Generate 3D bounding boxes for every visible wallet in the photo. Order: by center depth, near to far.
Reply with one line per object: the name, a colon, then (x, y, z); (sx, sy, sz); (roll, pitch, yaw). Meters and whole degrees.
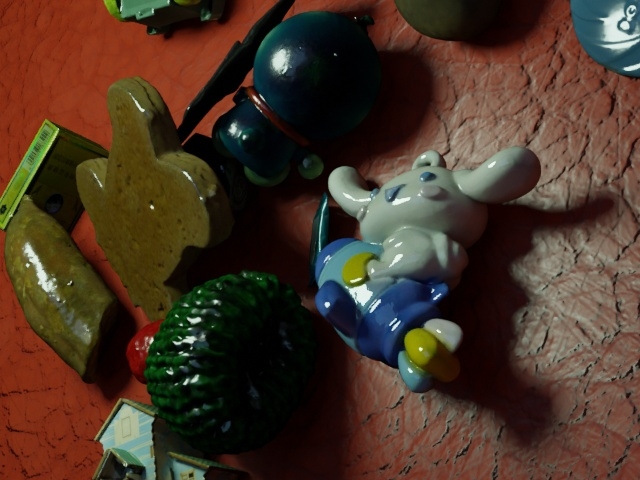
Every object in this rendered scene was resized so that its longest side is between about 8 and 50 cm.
wallet: (-0.138, -0.286, 1.911); (0.323, 0.041, 0.247); (-51, 3, -19)

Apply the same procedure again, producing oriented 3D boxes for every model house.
model house: (-0.263, 0.348, 1.812); (0.271, 0.178, 0.206); (-27, 56, 33)

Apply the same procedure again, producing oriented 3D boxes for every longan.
longan: (0.189, -0.385, 1.738); (0.167, 0.167, 0.187); (-40, 73, 21)

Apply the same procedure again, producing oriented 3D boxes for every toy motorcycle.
toy motorcycle: (-0.273, -0.556, 2.173); (0.191, 0.200, 0.326); (-5, 81, 38)

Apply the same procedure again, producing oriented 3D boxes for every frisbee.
frisbee: (0.462, -0.357, 1.567); (0.289, 0.049, 0.289); (-16, 63, 35)

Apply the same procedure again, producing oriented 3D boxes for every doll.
doll: (0.105, 0.030, 1.616); (0.376, 0.187, 0.366); (-25, 43, 64)
doll: (-0.029, -0.224, 1.810); (0.198, 0.186, 0.322); (38, 97, -1)

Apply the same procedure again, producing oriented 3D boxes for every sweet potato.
sweet potato: (-0.471, 0.076, 2.069); (0.158, 0.158, 0.370); (-45, 70, 17)

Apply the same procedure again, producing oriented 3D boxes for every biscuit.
biscuit: (-0.275, -0.060, 1.916); (0.368, 0.076, 0.394); (54, 145, 24)

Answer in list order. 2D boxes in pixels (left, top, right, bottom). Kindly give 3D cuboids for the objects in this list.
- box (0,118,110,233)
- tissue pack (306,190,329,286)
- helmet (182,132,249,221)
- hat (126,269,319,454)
box: (-0.508, -0.102, 2.210); (0.064, 0.141, 0.220); (36, 96, 41)
tissue pack: (0.000, 0.000, 1.805); (0.085, 0.028, 0.138); (126, 149, -73)
helmet: (-0.178, -0.088, 1.956); (0.153, 0.107, 0.177); (-41, 64, 33)
hat: (-0.173, 0.192, 1.780); (0.332, 0.242, 0.274); (-12, 28, 51)
